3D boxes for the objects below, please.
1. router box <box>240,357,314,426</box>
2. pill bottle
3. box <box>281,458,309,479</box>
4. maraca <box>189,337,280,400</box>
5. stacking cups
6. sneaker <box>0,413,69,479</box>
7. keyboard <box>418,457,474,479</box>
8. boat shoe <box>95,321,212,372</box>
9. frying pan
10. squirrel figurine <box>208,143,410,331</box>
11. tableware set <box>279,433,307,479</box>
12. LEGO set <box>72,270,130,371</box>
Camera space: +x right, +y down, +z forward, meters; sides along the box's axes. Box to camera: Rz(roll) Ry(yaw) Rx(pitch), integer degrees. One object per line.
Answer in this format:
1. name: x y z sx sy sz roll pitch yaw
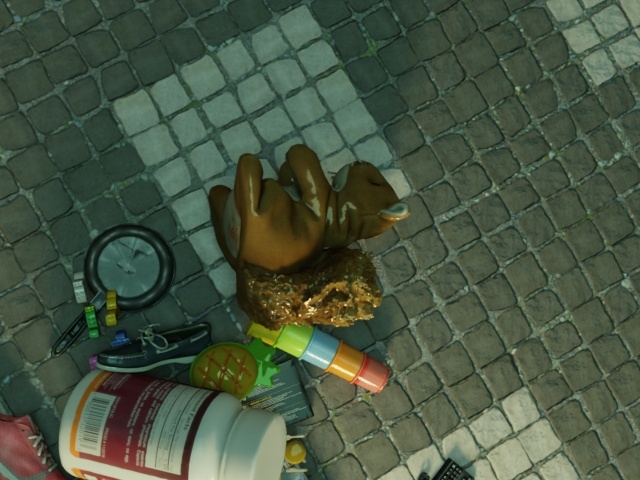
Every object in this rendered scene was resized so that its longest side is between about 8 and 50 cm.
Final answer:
1. router box: -0.119 0.345 1.811 0.179 0.046 0.133 -19 86 -9
2. pill bottle: -0.280 0.388 1.638 0.393 0.224 0.223 9 83 16
3. box: -0.093 0.573 1.795 0.184 0.045 0.190 -32 89 -12
4. maraca: -0.178 0.269 1.746 0.186 0.099 0.127 -14 79 -8
5. stacking cups: -0.004 0.238 1.814 0.316 0.096 0.096 30 82 -5
6. sneaker: -0.602 0.429 1.709 0.314 0.116 0.136 31 80 -3
7. keyboard: 0.248 0.564 1.851 0.108 0.023 0.180 40 81 -2
8. boat shoe: -0.335 0.215 1.728 0.255 0.095 0.079 -3 108 -33
9. frying pan: -0.465 0.087 1.794 0.326 0.053 0.197 -28 89 -12
10. squirrel figurine: 0.000 0.000 1.758 0.371 0.281 0.396 -6 73 -23
11. tableware set: -0.080 0.482 1.777 0.104 0.024 0.154 -2 84 -4
12. LEGO set: -0.444 0.177 1.731 0.087 0.093 0.227 -11 102 -7
